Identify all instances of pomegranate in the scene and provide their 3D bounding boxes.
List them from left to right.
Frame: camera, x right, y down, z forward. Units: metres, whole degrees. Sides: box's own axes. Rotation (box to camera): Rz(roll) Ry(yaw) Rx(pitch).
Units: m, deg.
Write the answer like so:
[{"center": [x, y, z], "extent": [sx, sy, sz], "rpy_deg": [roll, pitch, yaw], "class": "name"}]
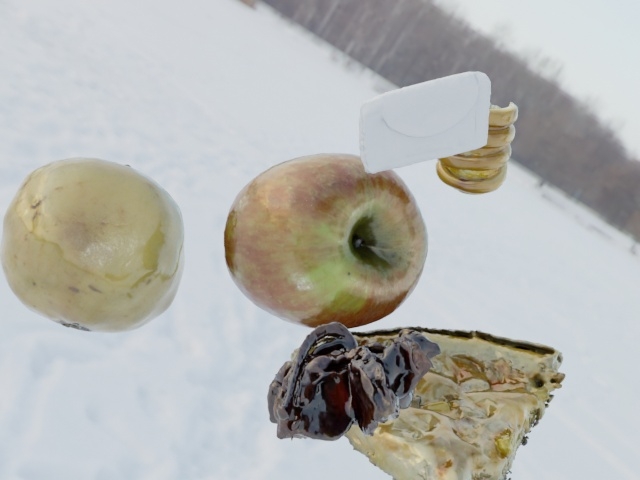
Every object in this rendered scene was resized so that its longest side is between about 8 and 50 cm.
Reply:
[{"center": [-0.386, 0.004, 2.131], "extent": [0.332, 0.333, 0.332], "rpy_deg": [32, 7, -5], "class": "pomegranate"}]

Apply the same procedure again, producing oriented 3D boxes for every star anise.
[{"center": [0.037, 0.149, 1.346], "extent": [0.190, 0.126, 0.220], "rpy_deg": [-5, -6, -7], "class": "star anise"}]

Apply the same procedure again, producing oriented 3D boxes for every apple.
[{"center": [0.000, 0.000, 1.917], "extent": [0.309, 0.278, 0.250], "rpy_deg": [24, -14, -31], "class": "apple"}]

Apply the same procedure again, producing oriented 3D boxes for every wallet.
[{"center": [0.139, -0.154, 1.637], "extent": [0.182, 0.124, 0.032], "rpy_deg": [-15, 41, -15], "class": "wallet"}]

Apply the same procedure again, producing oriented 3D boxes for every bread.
[{"center": [0.227, -0.148, 1.842], "extent": [0.119, 0.177, 0.084], "rpy_deg": [13, 28, 20], "class": "bread"}]

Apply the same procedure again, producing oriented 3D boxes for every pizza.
[{"center": [0.146, 0.229, 1.913], "extent": [0.391, 0.080, 0.435], "rpy_deg": [20, 30, 19], "class": "pizza"}]
